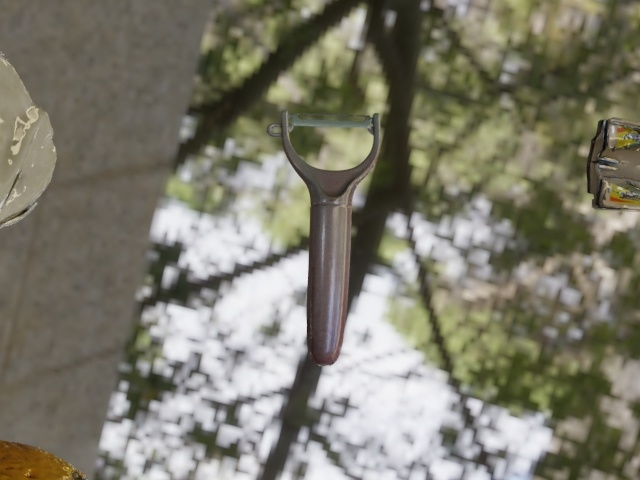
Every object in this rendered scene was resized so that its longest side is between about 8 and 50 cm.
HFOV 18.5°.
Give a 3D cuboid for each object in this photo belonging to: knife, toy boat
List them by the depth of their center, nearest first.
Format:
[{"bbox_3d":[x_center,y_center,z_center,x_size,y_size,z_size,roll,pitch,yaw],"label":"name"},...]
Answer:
[{"bbox_3d":[0.337,-0.059,1.793,0.210,0.084,0.066,6,173,-12],"label":"toy boat"},{"bbox_3d":[0.000,0.001,2.110,0.123,0.278,0.053,2,-175,-1],"label":"knife"}]

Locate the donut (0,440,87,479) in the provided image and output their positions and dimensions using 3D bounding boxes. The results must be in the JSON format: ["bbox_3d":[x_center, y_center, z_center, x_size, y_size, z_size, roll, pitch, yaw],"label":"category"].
[{"bbox_3d":[-0.431,0.421,2.424,0.377,0.435,0.163,0,-144,15],"label":"donut"}]

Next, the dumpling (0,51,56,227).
[{"bbox_3d":[-0.400,-0.081,1.889,0.341,0.260,0.181,5,-149,-24],"label":"dumpling"}]
